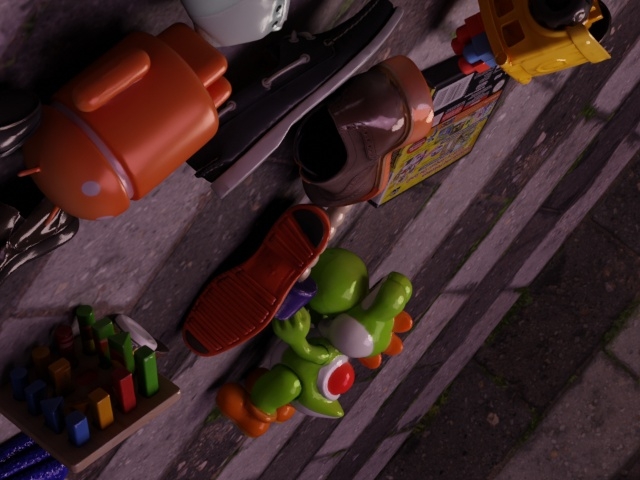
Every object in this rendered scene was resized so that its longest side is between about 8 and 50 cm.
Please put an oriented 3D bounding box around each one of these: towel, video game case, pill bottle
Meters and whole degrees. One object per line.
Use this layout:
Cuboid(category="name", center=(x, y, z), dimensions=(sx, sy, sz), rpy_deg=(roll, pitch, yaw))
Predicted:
Cuboid(category="towel", center=(-0.437, 0.391, 1.654), dimensions=(0.228, 0.076, 0.308), rpy_deg=(-32, 155, -42))
Cuboid(category="video game case", center=(0.197, -0.192, 1.980), dimensions=(0.275, 0.035, 0.248), rpy_deg=(-31, 154, -44))
Cuboid(category="pill bottle", center=(-0.265, 0.155, 1.591), dimensions=(0.116, 0.065, 0.065), rpy_deg=(-50, 161, 2))

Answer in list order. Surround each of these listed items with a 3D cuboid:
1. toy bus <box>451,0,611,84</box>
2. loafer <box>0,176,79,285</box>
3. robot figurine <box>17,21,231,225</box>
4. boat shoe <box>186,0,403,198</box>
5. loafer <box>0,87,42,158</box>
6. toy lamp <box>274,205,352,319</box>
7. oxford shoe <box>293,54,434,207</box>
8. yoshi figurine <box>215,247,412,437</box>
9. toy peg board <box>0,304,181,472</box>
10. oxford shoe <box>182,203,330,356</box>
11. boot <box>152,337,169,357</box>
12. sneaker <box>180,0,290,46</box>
Cuboid(category="toy bus", center=(0.264, -0.320, 1.704), dimensions=(0.211, 0.220, 0.149), rpy_deg=(-21, 165, 23))
Cuboid(category="loafer", center=(-0.317, -0.005, 1.179), dimensions=(0.220, 0.080, 0.078), rpy_deg=(-42, 139, -48))
Cuboid(category="robot figurine", center=(-0.183, -0.105, 1.176), dimensions=(0.219, 0.128, 0.158), rpy_deg=(-42, -162, -18))
Cuboid(category="boat shoe", center=(-0.033, -0.180, 1.408), dimensions=(0.302, 0.091, 0.114), rpy_deg=(-46, -174, -16))
Cuboid(category="loafer", center=(-0.298, -0.097, 1.046), dimensions=(0.170, 0.062, 0.061), rpy_deg=(-32, 150, -43))
Cuboid(category="toy lamp", center=(0.000, 0.000, 1.852), dimensions=(0.274, 0.080, 0.080), rpy_deg=(-56, 160, 23))
Cuboid(category="oxford shoe", center=(0.016, -0.117, 1.567), dimensions=(0.133, 0.130, 0.363), rpy_deg=(-23, 169, -20))
Cuboid(category="yoshi figurine", center=(-0.019, 0.142, 2.022), dimensions=(0.203, 0.203, 0.362), rpy_deg=(28, 121, -35))
Cuboid(category="toy peg board", center=(-0.275, 0.157, 1.461), dimensions=(0.161, 0.161, 0.079), rpy_deg=(-34, 139, -35))
Cuboid(category="oxford shoe", center=(-0.081, 0.058, 1.769), dimensions=(0.271, 0.097, 0.098), rpy_deg=(-43, 179, 9))
Cuboid(category="boot", center=(-0.264, 0.180, 1.683), dimensions=(0.106, 0.037, 0.114), rpy_deg=(9, 118, -53))
Cuboid(category="sneaker", center=(-0.030, -0.285, 1.208), dimensions=(0.256, 0.094, 0.151), rpy_deg=(-33, 152, -14))
